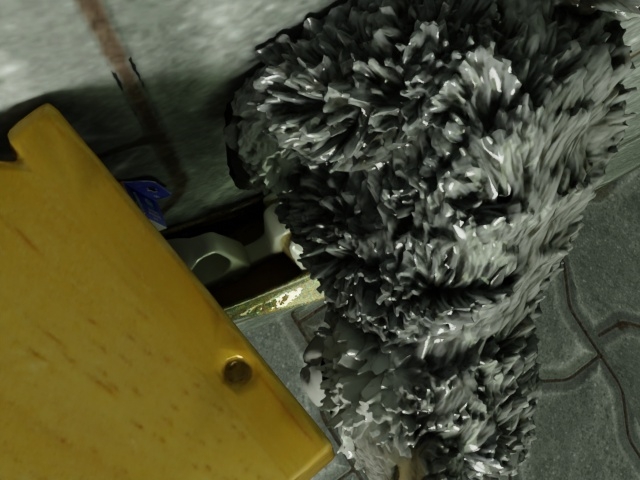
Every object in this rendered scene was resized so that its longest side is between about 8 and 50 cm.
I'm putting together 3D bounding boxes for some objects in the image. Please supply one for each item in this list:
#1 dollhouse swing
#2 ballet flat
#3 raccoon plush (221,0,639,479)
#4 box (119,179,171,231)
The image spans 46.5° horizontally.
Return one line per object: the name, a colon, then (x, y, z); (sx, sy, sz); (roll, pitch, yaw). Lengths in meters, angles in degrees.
dollhouse swing: (-0.205, 0.150, 0.482); (0.347, 0.315, 0.305); (-39, -175, -10)
ballet flat: (-0.065, 0.010, 0.689); (0.348, 0.123, 0.123); (-22, 172, -4)
raccoon plush: (0.114, -0.001, 0.398); (0.216, 0.299, 0.446); (-17, 170, -32)
box: (-0.177, -0.006, 0.555); (0.136, 0.028, 0.081); (-20, 172, 3)
